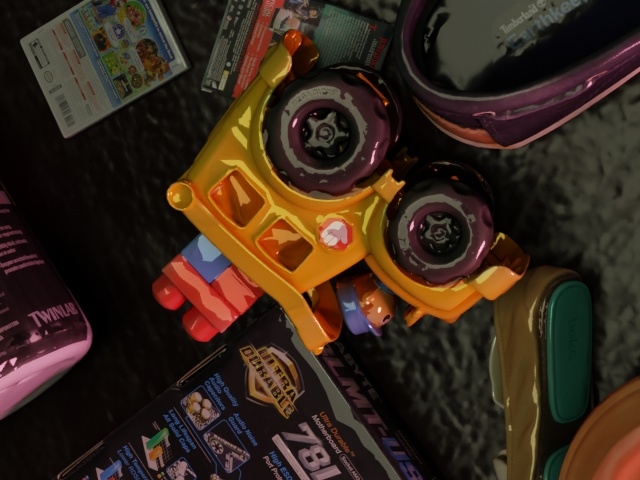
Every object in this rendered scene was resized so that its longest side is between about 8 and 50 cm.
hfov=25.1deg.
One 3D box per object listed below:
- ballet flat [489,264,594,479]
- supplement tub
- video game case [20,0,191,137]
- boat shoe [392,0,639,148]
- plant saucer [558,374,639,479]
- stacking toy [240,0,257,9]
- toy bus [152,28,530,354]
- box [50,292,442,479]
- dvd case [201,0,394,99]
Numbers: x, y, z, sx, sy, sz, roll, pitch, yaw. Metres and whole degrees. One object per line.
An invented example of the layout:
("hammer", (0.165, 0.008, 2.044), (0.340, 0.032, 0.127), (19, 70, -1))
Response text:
("ballet flat", (0.154, 0.131, 1.001), (0.073, 0.080, 0.232), (4, 96, 49))
("supplement tub", (-0.330, -0.003, 1.094), (0.193, 0.193, 0.316), (-35, 83, 21))
("video game case", (-0.167, -0.144, 1.112), (0.122, 0.011, 0.087), (-26, 86, 22))
("boat shoe", (0.238, -0.236, 0.872), (0.500, 0.156, 0.187), (-39, 80, 19))
("plant saucer", (0.239, 0.174, 0.875), (0.199, 0.037, 0.200), (4, 99, 22))
("stacking toy", (-0.105, -0.281, 1.050), (0.221, 0.052, 0.167), (24, 104, 17))
("toy bus", (0.000, 0.000, 0.968), (0.220, 0.149, 0.211), (43, 100, -1))
("box", (-0.042, 0.240, 1.078), (0.293, 0.073, 0.296), (-39, 82, 19))
("dvd case", (-0.016, -0.132, 1.027), (0.119, 0.013, 0.087), (17, 104, -8))
